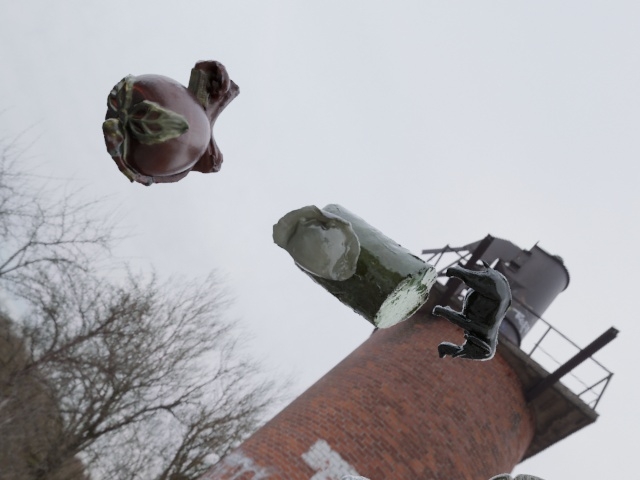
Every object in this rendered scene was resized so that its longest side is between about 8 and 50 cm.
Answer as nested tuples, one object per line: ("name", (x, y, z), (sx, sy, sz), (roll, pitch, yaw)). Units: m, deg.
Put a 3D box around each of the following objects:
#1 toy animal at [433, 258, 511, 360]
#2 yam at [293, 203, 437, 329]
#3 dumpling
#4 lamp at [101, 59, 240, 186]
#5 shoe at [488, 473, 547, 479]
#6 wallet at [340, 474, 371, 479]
("toy animal", (0.321, 0.164, 1.002), (0.146, 0.115, 0.244), (22, -58, 27))
("yam", (0.085, 0.055, 1.038), (0.300, 0.195, 0.195), (36, -45, 31))
("dumpling", (0.000, 0.000, 0.917), (0.188, 0.108, 0.127), (34, -79, -3))
("lamp", (-0.239, -0.191, 0.723), (0.151, 0.223, 0.214), (20, -77, 6))
("shoe", (0.398, 0.495, 0.714), (0.351, 0.171, 0.198), (-20, -63, 41))
("wallet", (0.041, 0.466, 0.746), (0.095, 0.033, 0.189), (23, -82, -4))
